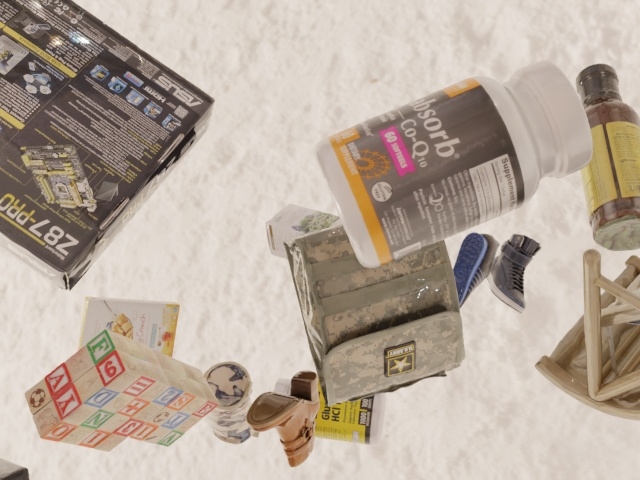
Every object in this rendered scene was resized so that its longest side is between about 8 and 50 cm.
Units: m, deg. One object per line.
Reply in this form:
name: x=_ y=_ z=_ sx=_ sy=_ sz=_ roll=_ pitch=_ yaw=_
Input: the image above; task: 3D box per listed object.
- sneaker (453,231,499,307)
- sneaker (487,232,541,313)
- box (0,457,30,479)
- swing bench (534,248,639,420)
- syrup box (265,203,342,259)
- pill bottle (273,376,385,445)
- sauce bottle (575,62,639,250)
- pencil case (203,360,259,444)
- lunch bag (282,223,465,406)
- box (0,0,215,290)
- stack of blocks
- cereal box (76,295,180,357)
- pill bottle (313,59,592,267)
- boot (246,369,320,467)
sneaker: x=0.329 y=0.090 z=1.582 sx=0.081 sy=0.091 sz=0.232 roll=42 pitch=112 yaw=40
sneaker: x=0.519 y=0.076 z=1.838 sx=0.163 sy=0.086 sz=0.226 roll=-52 pitch=22 yaw=20
box: x=-0.457 y=0.391 z=0.796 sx=0.103 sy=0.261 sz=0.184 roll=-8 pitch=96 yaw=46
swing bench: x=0.421 y=0.066 z=0.849 sx=0.165 sy=0.254 sz=0.253 roll=36 pitch=60 yaw=27
syrup box: x=0.000 y=0.000 z=1.571 sx=0.237 sy=0.093 sz=0.096 roll=15 pitch=129 yaw=32
pill bottle: x=0.026 y=0.509 z=2.134 sx=0.334 sy=0.188 sz=0.187 roll=5 pitch=77 yaw=9
sauce bottle: x=0.479 y=-0.149 z=1.148 sx=0.112 sy=0.111 sz=0.344 roll=-18 pitch=50 yaw=32
pencil case: x=-0.299 y=0.555 z=2.371 sx=0.184 sy=0.410 sz=0.159 roll=5 pitch=57 yaw=1
lunch bag: x=0.090 y=0.105 z=1.111 sx=0.169 sy=0.236 sz=0.286 roll=177 pitch=78 yaw=-79
box: x=-0.389 y=-0.173 z=0.916 sx=0.318 sy=0.395 sz=0.097 roll=-57 pitch=3 yaw=-28
stack of blocks: x=-0.325 y=0.272 z=1.195 sx=0.171 sy=0.297 sz=0.087 roll=-39 pitch=59 yaw=3
cereal box: x=-0.490 y=0.236 z=1.791 sx=0.047 sy=0.240 sz=0.172 roll=14 pitch=96 yaw=57
pill bottle: x=0.146 y=-0.089 z=0.794 sx=0.279 sy=0.162 sz=0.162 roll=-23 pitch=60 yaw=2
boot: x=-0.058 y=0.336 z=1.242 sx=0.073 sy=0.197 sz=0.152 roll=11 pitch=109 yaw=31
